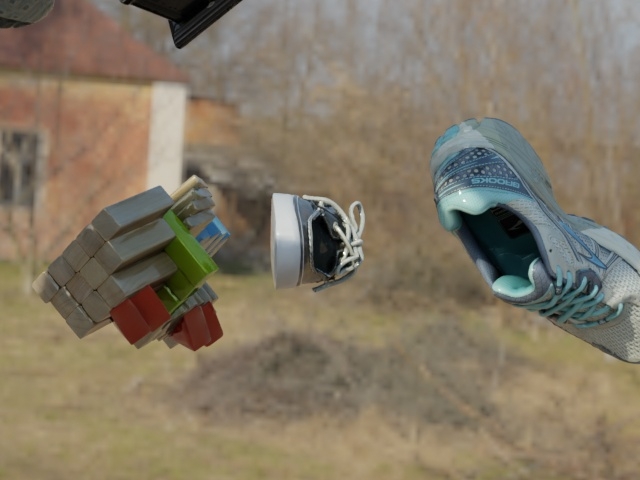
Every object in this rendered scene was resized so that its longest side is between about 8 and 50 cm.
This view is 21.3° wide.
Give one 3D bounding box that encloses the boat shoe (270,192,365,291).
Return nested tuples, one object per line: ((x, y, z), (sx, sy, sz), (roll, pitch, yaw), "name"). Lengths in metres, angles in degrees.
((0.000, 0.004, 1.979), (0.105, 0.113, 0.306), (-1, -5, 4), "boat shoe")

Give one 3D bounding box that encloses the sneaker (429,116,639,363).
((0.192, 0.029, 1.471), (0.110, 0.283, 0.122), (-37, 22, 32), "sneaker")

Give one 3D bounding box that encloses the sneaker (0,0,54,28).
((-0.345, -0.316, 1.527), (0.111, 0.297, 0.129), (-33, 28, 21), "sneaker")

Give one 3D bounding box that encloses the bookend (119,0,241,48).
((-0.119, -0.238, 1.316), (0.156, 0.072, 0.157), (-33, -32, 31), "bookend")

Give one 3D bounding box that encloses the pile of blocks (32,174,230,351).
((-0.123, 0.034, 1.505), (0.149, 0.113, 0.362), (-40, -6, 6), "pile of blocks")
